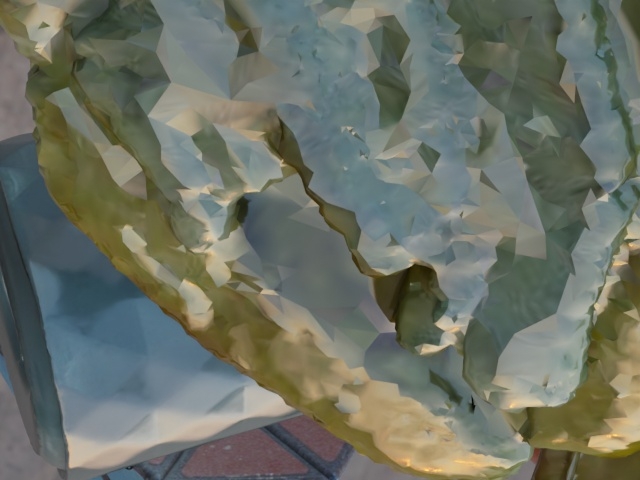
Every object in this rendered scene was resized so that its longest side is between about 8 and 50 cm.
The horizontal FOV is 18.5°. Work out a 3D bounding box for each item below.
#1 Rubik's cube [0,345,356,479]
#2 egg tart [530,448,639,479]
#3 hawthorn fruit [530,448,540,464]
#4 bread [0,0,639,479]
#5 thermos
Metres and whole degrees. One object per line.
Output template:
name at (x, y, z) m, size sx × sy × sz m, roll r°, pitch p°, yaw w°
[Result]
Rubik's cube at (-0.070, 0.156, 1.312) m, size 0.233 × 0.228 × 0.229 m, roll 28°, pitch 51°, yaw -51°
egg tart at (0.283, 0.163, 0.718) m, size 0.443 × 0.443 × 0.178 m, roll -54°, pitch 180°, yaw -29°
hawthorn fruit at (0.197, 0.110, 1.502) m, size 0.125 × 0.125 × 0.140 m, roll -29°, pitch 116°, yaw -52°
bread at (0.027, -0.063, 0.434) m, size 0.257 × 0.186 × 0.124 m, roll 62°, pitch 30°, yaw -22°
thermos at (0.000, 0.000, 0.854) m, size 0.286 × 0.182 × 0.145 m, roll -14°, pitch 93°, yaw -15°
